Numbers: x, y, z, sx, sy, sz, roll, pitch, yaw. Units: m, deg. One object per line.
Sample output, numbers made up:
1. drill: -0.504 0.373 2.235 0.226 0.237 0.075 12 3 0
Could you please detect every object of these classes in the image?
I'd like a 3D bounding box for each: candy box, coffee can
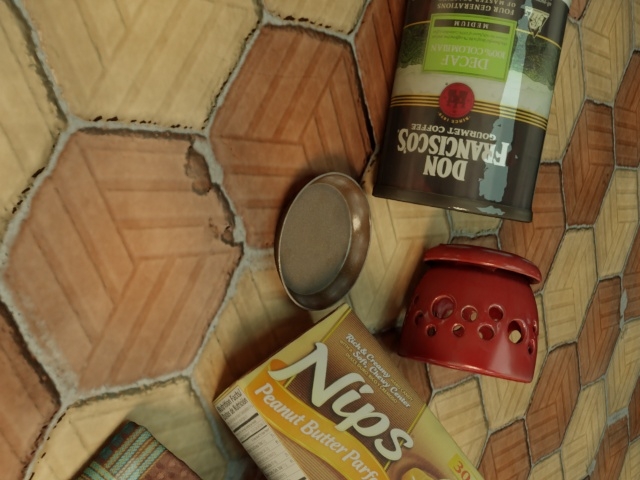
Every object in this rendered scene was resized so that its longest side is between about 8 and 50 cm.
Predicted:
1. candy box: 0.050 0.248 0.833 0.183 0.087 0.316 -32 80 -41
2. coffee can: 0.186 -0.173 0.933 0.202 0.202 0.275 5 95 -50

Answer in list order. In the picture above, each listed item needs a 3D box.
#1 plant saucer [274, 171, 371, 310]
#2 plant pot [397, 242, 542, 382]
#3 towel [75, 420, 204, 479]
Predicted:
1. plant saucer: 0.000 0.000 0.896 0.168 0.029 0.168 -15 111 -46
2. plant pot: 0.217 0.101 1.054 0.191 0.191 0.174 19 80 -50
3. towel: -0.189 0.383 0.645 0.271 0.040 0.370 40 62 0
